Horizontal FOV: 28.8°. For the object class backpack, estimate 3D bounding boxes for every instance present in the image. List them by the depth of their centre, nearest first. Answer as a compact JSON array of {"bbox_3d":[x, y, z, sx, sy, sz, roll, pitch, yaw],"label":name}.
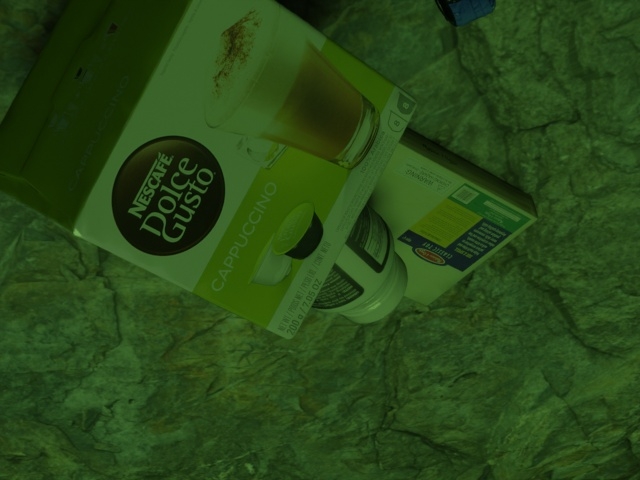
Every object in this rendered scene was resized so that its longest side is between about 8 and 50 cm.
[{"bbox_3d":[0.187,-0.342,1.619,0.101,0.098,0.120,-19,137,9],"label":"backpack"}]

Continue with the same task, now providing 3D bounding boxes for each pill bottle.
[{"bbox_3d":[0.000,0.000,1.842,0.176,0.176,0.318,-26,140,20],"label":"pill bottle"}]

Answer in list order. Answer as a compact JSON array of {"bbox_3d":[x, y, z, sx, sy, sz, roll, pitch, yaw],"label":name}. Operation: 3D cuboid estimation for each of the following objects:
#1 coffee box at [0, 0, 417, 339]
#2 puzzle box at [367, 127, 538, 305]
[{"bbox_3d":[-0.161,-0.126,1.541,0.334,0.338,0.337,30,86,-35],"label":"coffee box"},{"bbox_3d":[0.109,-0.050,1.980,0.409,0.052,0.272,26,129,-32],"label":"puzzle box"}]
